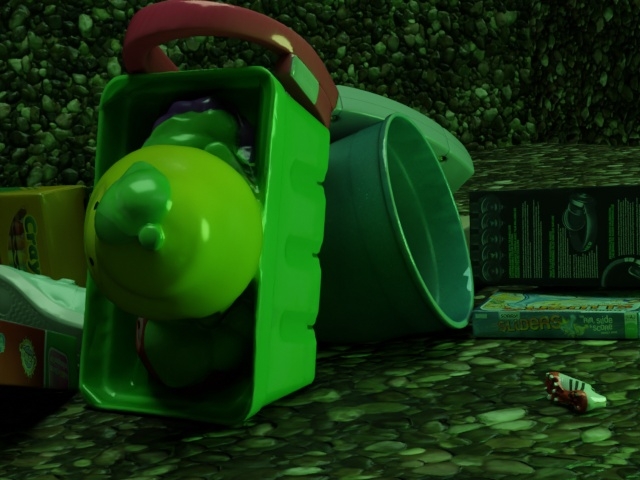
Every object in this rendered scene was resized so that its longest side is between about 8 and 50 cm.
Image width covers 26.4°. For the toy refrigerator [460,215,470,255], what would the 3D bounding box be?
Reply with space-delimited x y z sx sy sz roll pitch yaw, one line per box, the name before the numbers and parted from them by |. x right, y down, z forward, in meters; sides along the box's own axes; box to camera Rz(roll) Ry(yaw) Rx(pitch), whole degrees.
toy refrigerator | 0.177 0.030 1.965 0.102 0.094 0.269 -9 5 25

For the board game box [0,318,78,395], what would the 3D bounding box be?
board game box | -0.409 0.129 1.415 0.242 0.064 0.316 -4 -8 5

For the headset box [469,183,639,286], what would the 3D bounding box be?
headset box | 0.356 -0.004 1.801 0.283 0.131 0.246 -1 0 32

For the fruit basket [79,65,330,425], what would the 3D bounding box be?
fruit basket | -0.150 0.001 1.393 0.283 0.392 0.392 1 10 35

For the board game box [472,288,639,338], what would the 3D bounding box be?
board game box | 0.300 0.089 1.670 0.201 0.035 0.136 -1 9 21

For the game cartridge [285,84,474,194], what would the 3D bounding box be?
game cartridge | 0.045 -0.103 1.784 0.297 0.198 0.062 18 38 -32

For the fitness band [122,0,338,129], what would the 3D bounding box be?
fitness band | -0.097 -0.179 1.503 0.209 0.054 0.291 7 -17 19

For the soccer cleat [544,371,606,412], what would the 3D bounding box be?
soccer cleat | 0.248 0.149 1.334 0.036 0.029 0.083 2 9 -19

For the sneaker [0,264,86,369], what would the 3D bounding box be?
sneaker | -0.302 0.084 1.685 0.256 0.094 0.151 23 27 25

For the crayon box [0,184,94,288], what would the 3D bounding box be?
crayon box | -0.402 0.026 1.880 0.318 0.202 0.081 -1 10 45

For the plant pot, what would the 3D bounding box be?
plant pot | 0.021 0.011 1.681 0.255 0.271 0.271 -18 4 19
